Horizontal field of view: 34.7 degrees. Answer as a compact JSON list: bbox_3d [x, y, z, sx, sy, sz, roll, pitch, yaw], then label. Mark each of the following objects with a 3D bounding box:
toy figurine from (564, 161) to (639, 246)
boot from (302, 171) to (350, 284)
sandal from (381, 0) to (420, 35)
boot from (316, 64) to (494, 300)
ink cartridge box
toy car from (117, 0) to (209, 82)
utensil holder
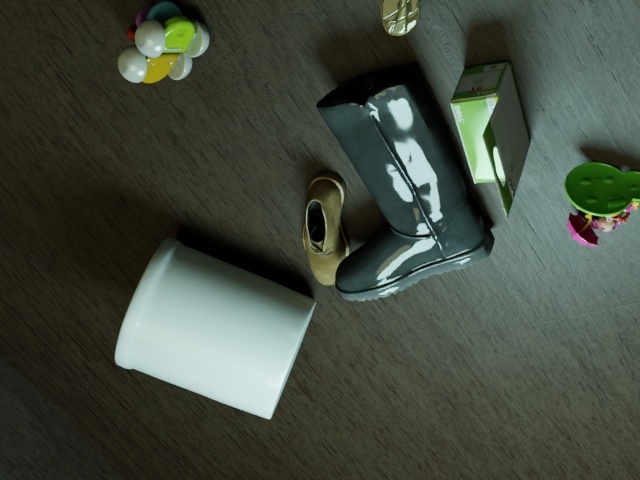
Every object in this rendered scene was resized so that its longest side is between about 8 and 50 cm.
[{"bbox_3d":[0.553,-0.057,2.015,0.173,0.130,0.159,-6,144,-3],"label":"toy figurine"},{"bbox_3d":[0.000,0.000,2.278,0.112,0.115,0.305,9,133,14],"label":"boot"},{"bbox_3d":[0.145,-0.464,1.867,0.072,0.049,0.180,-1,113,17],"label":"sandal"},{"bbox_3d":[0.110,-0.107,2.096,0.367,0.146,0.445,-21,124,17],"label":"boot"},{"bbox_3d":[0.304,-0.184,1.889,0.097,0.255,0.189,-4,126,26],"label":"ink cartridge box"},{"bbox_3d":[-0.327,-0.407,2.068,0.182,0.159,0.136,-43,67,42],"label":"toy car"},{"bbox_3d":[-0.240,0.210,2.422,0.385,0.327,0.327,21,134,3],"label":"utensil holder"}]
